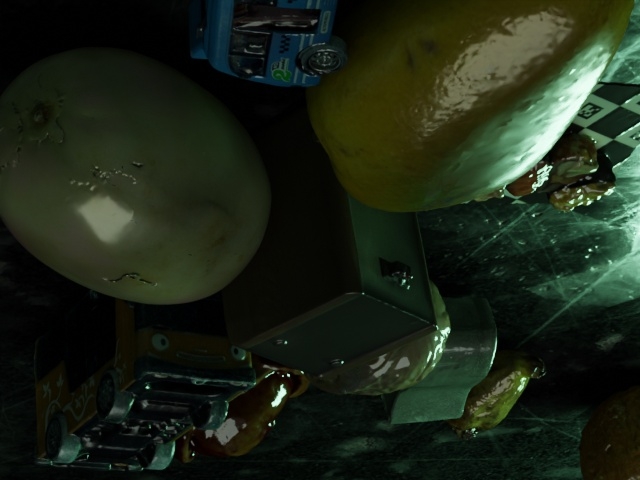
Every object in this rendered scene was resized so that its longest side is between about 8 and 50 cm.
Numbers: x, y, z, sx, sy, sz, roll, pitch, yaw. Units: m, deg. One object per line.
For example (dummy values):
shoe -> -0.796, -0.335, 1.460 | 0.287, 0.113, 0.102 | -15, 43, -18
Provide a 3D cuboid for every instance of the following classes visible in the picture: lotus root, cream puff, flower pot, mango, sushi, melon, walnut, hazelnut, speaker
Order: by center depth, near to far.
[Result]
mango -> 0.137, -0.152, 1.500 | 0.253, 0.182, 0.365 | 4, 157, -37
melon -> -0.180, -0.058, 1.562 | 0.223, 0.223, 0.317 | -22, 151, 24
speaker -> 0.000, 0.000, 1.715 | 0.192, 0.231, 0.153 | -27, 147, 30
sushi -> 0.222, -0.084, 1.818 | 0.290, 0.050, 0.264 | 1, 150, -17
walnut -> 0.053, 0.112, 2.024 | 0.178, 0.178, 0.230 | 15, 156, -38
hazelnut -> -0.112, 0.195, 2.115 | 0.201, 0.161, 0.170 | -17, -179, 13
flower pot -> 0.152, 0.155, 2.188 | 0.108, 0.103, 0.229 | -2, 150, -14
lotus root -> 0.243, 0.201, 2.323 | 0.108, 0.094, 0.191 | -15, 154, -45
cream puff -> 0.538, 0.313, 2.491 | 0.303, 0.212, 0.303 | 1, 149, 0

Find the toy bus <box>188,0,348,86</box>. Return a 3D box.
toy bus -> -0.036, -0.238, 1.385 | 0.134, 0.114, 0.246 | 1, 149, -8

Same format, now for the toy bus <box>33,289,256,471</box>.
toy bus -> -0.218, 0.149, 1.975 | 0.161, 0.194, 0.323 | 9, 150, -30
